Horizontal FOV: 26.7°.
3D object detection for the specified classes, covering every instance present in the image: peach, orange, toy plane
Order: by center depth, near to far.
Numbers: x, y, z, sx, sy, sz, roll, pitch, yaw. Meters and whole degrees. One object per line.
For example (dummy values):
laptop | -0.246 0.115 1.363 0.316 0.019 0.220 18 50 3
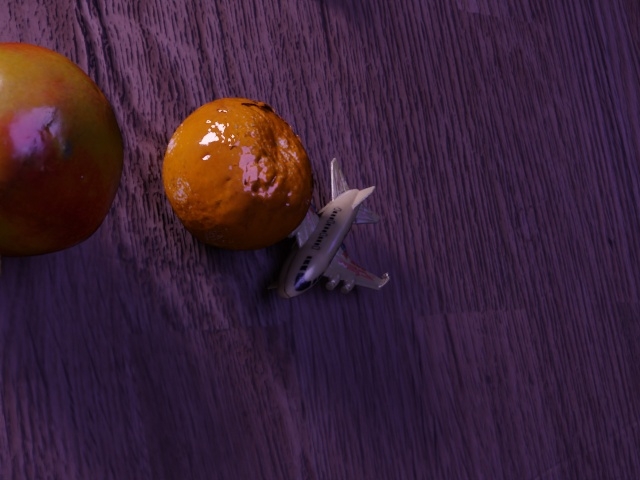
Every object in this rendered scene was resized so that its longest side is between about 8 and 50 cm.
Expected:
peach | -0.320 -0.092 1.417 0.231 0.231 0.231 18 63 -38
orange | -0.104 -0.076 1.656 0.193 0.161 0.193 27 51 -38
toy plane | 0.000 0.000 1.772 0.229 0.092 0.244 53 47 -18
